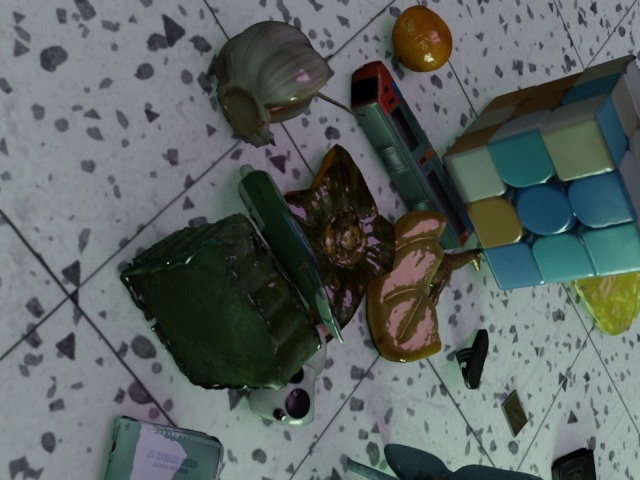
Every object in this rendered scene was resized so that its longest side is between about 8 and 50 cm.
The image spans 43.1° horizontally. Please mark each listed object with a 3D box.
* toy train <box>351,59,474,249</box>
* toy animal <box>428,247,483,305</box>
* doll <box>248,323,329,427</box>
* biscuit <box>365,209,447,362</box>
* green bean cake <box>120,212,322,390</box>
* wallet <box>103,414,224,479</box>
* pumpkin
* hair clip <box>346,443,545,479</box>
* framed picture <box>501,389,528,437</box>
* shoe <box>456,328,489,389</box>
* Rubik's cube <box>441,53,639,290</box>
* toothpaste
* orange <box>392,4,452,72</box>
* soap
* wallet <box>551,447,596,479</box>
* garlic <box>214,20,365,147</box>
[{"bbox_3d":[0.173,-0.157,1.601,0.089,0.086,0.409,-48,117,-32],"label":"toy train"},{"bbox_3d":[0.252,0.077,1.672,0.275,0.054,0.149,-51,120,-35],"label":"toy animal"},{"bbox_3d":[-0.049,0.222,1.344,0.110,0.107,0.181,17,63,-2],"label":"doll"},{"bbox_3d":[0.164,0.086,1.557,0.154,0.045,0.299,5,83,-13],"label":"biscuit"},{"bbox_3d":[-0.141,0.094,1.179,0.132,0.255,0.241,-40,107,-40],"label":"green bean cake"},{"bbox_3d":[-0.244,0.394,1.174,0.176,0.075,0.250,22,70,-32],"label":"wallet"},{"bbox_3d":[0.022,0.005,1.440,0.258,0.095,0.290,-36,106,-35],"label":"pumpkin"},{"bbox_3d":[0.198,0.510,1.390,0.392,0.318,0.238,14,90,-69],"label":"hair clip"},{"bbox_3d":[0.442,0.393,1.839,0.066,0.006,0.089,-37,110,-39],"label":"framed picture"},{"bbox_3d":[0.316,0.252,1.718,0.179,0.049,0.071,-54,134,-53],"label":"shoe"},{"bbox_3d":[0.519,-0.138,1.713,0.347,0.344,0.347,-43,113,-45],"label":"Rubik's cube"},{"bbox_3d":[-0.052,-0.005,1.221,0.061,0.392,0.099,-27,135,-6],"label":"toothpaste"},{"bbox_3d":[0.203,-0.401,1.631,0.135,0.135,0.117,30,100,-36],"label":"orange"},{"bbox_3d":[0.795,0.014,2.129,0.306,0.115,0.427,42,60,-27],"label":"soap"},{"bbox_3d":[0.628,0.675,1.953,0.172,0.045,0.318,-3,86,-44],"label":"wallet"},{"bbox_3d":[-0.058,-0.232,1.350,0.256,0.207,0.207,40,61,-31],"label":"garlic"}]
